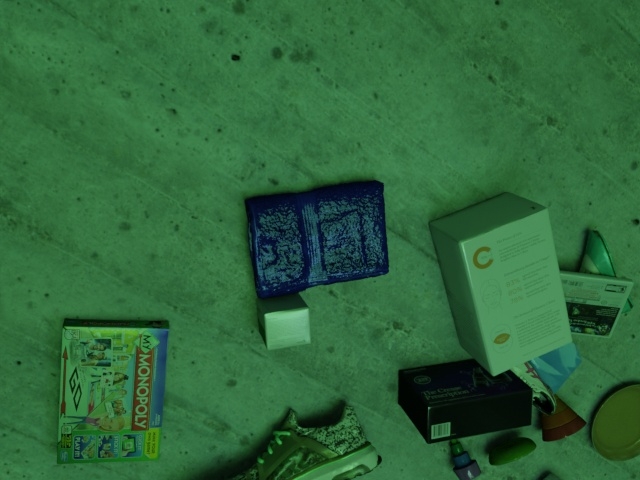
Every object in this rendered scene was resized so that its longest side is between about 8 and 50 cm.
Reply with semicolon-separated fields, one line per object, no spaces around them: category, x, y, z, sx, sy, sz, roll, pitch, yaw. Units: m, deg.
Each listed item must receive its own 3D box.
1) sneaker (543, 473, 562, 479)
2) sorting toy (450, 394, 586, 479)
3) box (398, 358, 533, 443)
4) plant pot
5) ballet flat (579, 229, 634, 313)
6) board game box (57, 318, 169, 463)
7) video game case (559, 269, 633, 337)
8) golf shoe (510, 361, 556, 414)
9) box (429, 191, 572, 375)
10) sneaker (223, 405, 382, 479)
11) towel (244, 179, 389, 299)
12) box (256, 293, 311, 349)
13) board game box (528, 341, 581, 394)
sneaker;0.640;0.828;1.832;0.210;0.137;0.365;-32;106;-4
sorting toy;0.493;0.487;1.724;0.366;0.127;0.126;-22;81;-6
box;0.338;0.371;1.584;0.261;0.184;0.103;-6;105;-14
plant pot;0.842;0.498;1.844;0.237;0.032;0.236;-4;106;-14
ballet flat;0.696;0.092;1.662;0.087;0.083;0.247;-29;110;9
board game box;-0.442;0.323;1.427;0.214;0.046;0.317;3;105;-16
video game case;0.648;0.158;1.649;0.191;0.022;0.173;7;120;-2
golf shoe;0.518;0.355;1.664;0.186;0.086;0.067;43;104;-2
box;0.413;0.096;1.534;0.215;0.168;0.345;-21;111;-9
sneaker;-0.074;0.492;1.557;0.411;0.158;0.181;-14;78;-10
towel;0.000;0.000;1.440;0.309;0.076;0.227;-10;109;-13
box;-0.080;0.174;1.454;0.102;0.101;0.087;-6;107;-14
board game box;0.574;0.309;1.709;0.133;0.033;0.168;34;103;-1
